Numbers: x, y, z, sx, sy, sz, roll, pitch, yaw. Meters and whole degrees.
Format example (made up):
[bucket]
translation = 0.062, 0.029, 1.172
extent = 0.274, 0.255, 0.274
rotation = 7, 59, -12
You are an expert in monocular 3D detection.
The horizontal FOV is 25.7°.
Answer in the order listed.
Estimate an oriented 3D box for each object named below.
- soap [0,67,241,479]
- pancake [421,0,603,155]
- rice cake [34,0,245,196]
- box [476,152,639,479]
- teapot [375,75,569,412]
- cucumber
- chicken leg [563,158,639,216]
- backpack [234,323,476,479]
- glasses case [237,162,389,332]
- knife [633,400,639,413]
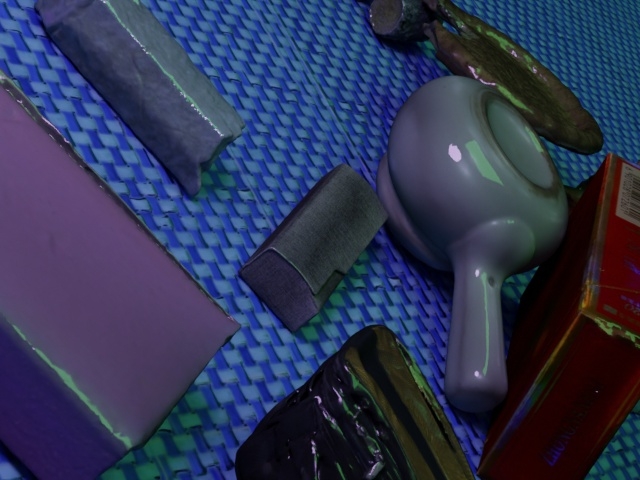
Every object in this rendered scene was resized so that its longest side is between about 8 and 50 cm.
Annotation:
[soap]
translation = -0.188, 0.018, 0.884
extent = 0.259, 0.081, 0.181
rotation = 48, 30, -6
[pancake]
translation = 0.202, -0.189, 1.546
extent = 0.288, 0.033, 0.286
rotation = 11, 35, -53
[rice cake]
translation = -0.144, -0.138, 1.143
extent = 0.206, 0.069, 0.063
rotation = 47, 29, -2
[box]
translation = 0.242, 0.076, 1.278
extent = 0.089, 0.197, 0.313
rotation = 28, 32, 1
[teapot]
translation = 0.132, -0.018, 1.304
extent = 0.220, 0.149, 0.318
rotation = 45, 30, -15
[cucumber]
translation = 0.100, -0.262, 1.646
extent = 0.064, 0.064, 0.112
rotation = 55, 31, 10
[chicken leg]
translation = 0.404, -0.066, 1.653
extent = 0.409, 0.295, 0.182
rotation = 9, 29, -35
[backpack]
translation = 0.048, 0.201, 0.962
extent = 0.258, 0.133, 0.206
rotation = 57, 20, 2
[glasses case]
translation = 0.000, 0.000, 1.203
extent = 0.071, 0.047, 0.205
rotation = 48, 28, -5
[knife]
translation = 0.325, 0.163, 1.497
extent = 0.313, 0.019, 0.044
rotation = 15, 51, -47
